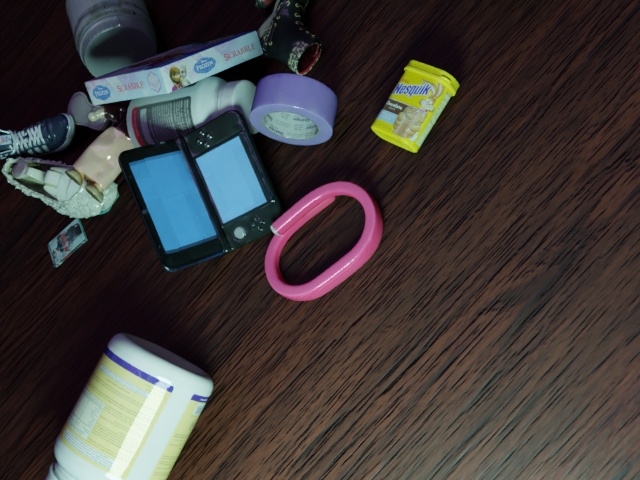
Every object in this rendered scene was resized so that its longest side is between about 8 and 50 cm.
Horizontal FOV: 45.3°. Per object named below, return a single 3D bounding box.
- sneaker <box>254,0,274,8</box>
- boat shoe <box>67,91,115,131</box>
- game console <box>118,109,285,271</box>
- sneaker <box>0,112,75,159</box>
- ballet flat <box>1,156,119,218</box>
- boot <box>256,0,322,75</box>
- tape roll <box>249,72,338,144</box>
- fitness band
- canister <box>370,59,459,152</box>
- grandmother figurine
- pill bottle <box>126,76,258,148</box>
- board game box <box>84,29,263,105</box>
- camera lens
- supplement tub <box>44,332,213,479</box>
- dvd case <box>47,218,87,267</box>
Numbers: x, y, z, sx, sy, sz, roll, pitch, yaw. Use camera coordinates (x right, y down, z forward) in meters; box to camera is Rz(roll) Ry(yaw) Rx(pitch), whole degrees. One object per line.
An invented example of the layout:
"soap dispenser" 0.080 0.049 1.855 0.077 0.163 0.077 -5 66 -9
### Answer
"sneaker" -0.112 -0.733 2.004 0.135 0.097 0.276 -3 66 33
"boat shoe" -0.633 -0.360 2.169 0.254 0.079 0.095 21 97 45
"game console" -0.259 -0.114 1.703 0.250 0.173 0.293 -25 87 22
"sneaker" -0.835 -0.294 2.192 0.282 0.153 0.099 -17 82 36
"ballet flat" -0.736 -0.155 2.111 0.409 0.147 0.147 13 76 34
"boot" -0.045 -0.530 1.883 0.178 0.085 0.236 40 98 35
"tape roll" -0.059 -0.290 1.717 0.189 0.189 0.080 0 69 32
"fitness band" 0.000 0.000 1.636 0.291 0.054 0.209 -39 54 12
"canister" 0.198 -0.284 1.629 0.126 0.073 0.170 30 88 38
"grandmother figurine" -0.517 -0.274 2.015 0.342 0.208 0.104 -51 17 -16
"pill bottle" -0.302 -0.303 1.880 0.318 0.176 0.176 -5 67 30
"board game box" -0.361 -0.425 1.891 0.318 0.066 0.318 2 27 42
"camera lens" -0.589 -0.604 2.165 0.219 0.219 0.274 -34 55 14
"supplement tub" -0.396 0.386 1.590 0.241 0.241 0.331 23 82 37
"dvd case" -0.687 0.006 2.082 0.119 0.013 0.087 -40 54 12
